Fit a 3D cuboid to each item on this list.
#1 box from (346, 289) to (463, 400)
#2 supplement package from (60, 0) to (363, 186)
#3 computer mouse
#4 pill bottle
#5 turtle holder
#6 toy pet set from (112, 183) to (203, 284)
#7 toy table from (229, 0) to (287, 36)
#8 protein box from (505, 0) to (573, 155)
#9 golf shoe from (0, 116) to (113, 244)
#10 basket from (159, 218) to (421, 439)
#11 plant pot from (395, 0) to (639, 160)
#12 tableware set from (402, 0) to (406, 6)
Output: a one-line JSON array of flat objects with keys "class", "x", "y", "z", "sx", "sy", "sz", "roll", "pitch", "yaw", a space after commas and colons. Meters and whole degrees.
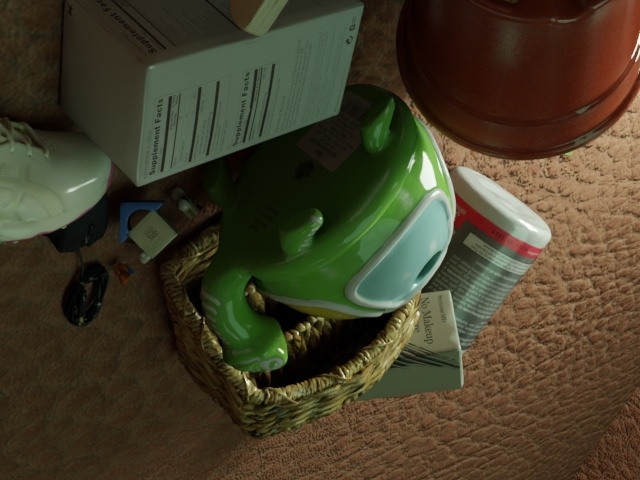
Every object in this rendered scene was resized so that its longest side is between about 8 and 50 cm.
[{"class": "box", "x": 0.049, "y": 0.150, "z": 1.602, "sx": 0.275, "sy": 0.113, "sz": 0.094, "roll": -9, "pitch": 137, "yaw": 2}, {"class": "supplement package", "x": -0.103, "y": -0.172, "z": 1.109, "sx": 0.244, "sy": 0.139, "sz": 0.134, "roll": -23, "pitch": 143, "yaw": -34}, {"class": "computer mouse", "x": -0.250, "y": 0.016, "z": 1.251, "sx": 0.071, "sy": 0.041, "sz": 0.242, "roll": -31, "pitch": 148, "yaw": -28}, {"class": "pill bottle", "x": 0.178, "y": 0.064, "z": 1.739, "sx": 0.318, "sy": 0.176, "sz": 0.176, "roll": -55, "pitch": 150, "yaw": 14}, {"class": "turtle holder", "x": 0.016, "y": -0.005, "z": 1.305, "sx": 0.227, "sy": 0.243, "sz": 0.320, "roll": 45, "pitch": 57, "yaw": -38}, {"class": "toy pet set", "x": -0.196, "y": -0.014, "z": 1.291, "sx": 0.122, "sy": 0.065, "sz": 0.114, "roll": -44, "pitch": -174, "yaw": 1}, {"class": "toy table", "x": -0.031, "y": -0.322, "z": 0.996, "sx": 0.252, "sy": 0.161, "sz": 0.274, "roll": -6, "pitch": 133, "yaw": -50}, {"class": "protein box", "x": 0.256, "y": -0.243, "z": 1.432, "sx": 0.136, "sy": 0.201, "sz": 0.200, "roll": 2, "pitch": 125, "yaw": -54}, {"class": "golf shoe", "x": -0.299, "y": -0.070, "z": 1.009, "sx": 0.306, "sy": 0.115, "sz": 0.140, "roll": -16, "pitch": 136, "yaw": -45}, {"class": "basket", "x": -0.019, "y": 0.076, "z": 1.454, "sx": 0.299, "sy": 0.213, "sz": 0.223, "roll": -34, "pitch": 150, "yaw": -23}, {"class": "plant pot", "x": 0.203, "y": -0.248, "z": 1.155, "sx": 0.272, "sy": 0.272, "sz": 0.265, "roll": -44, "pitch": 165, "yaw": -6}, {"class": "tableware set", "x": 0.143, "y": -0.353, "z": 1.317, "sx": 0.194, "sy": 0.039, "sz": 0.128, "roll": -40, "pitch": 163, "yaw": 1}]
